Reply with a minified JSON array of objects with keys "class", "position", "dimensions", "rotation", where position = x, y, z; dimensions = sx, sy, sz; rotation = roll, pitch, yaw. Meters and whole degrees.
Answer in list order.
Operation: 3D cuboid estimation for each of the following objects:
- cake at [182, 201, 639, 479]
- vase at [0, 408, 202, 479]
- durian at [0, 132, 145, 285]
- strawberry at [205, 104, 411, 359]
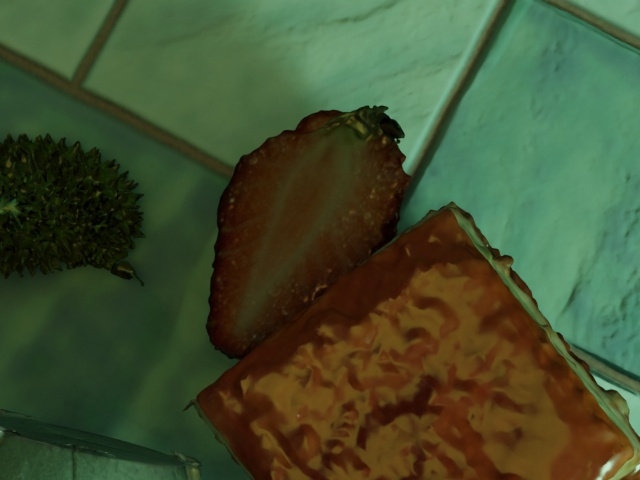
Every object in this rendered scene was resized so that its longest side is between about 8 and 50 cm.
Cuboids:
[{"class":"cake","position":[0.085,0.152,1.451],"dimensions":[0.270,0.319,0.269],"rotation":[-39,81,1]},{"class":"vase","position":[-0.242,0.371,1.513],"dimensions":[0.250,0.250,0.445],"rotation":[12,89,6]},{"class":"durian","position":[-0.259,-0.031,1.613],"dimensions":[0.220,0.095,0.137],"rotation":[4,86,-1]},{"class":"strawberry","position":[-0.004,-0.004,1.575],"dimensions":[0.236,0.107,0.175],"rotation":[-42,53,7]}]
